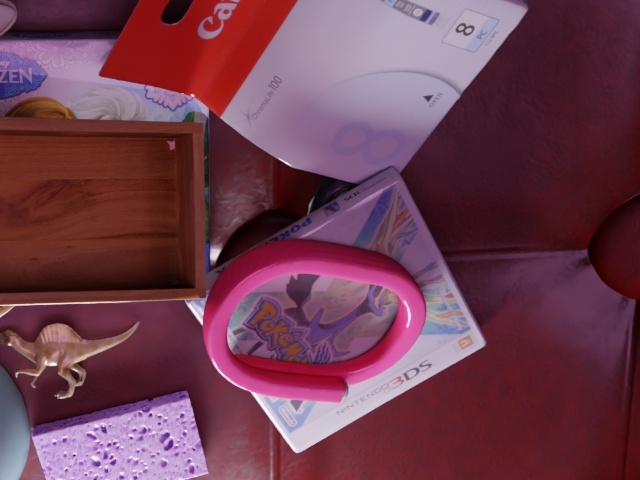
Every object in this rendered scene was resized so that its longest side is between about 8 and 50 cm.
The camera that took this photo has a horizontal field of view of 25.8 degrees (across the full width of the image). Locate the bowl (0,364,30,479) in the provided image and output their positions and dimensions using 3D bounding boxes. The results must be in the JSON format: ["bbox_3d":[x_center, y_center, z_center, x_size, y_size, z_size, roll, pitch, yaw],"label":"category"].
[{"bbox_3d":[-0.517,0.279,1.720,0.312,0.163,0.311,-4,111,-10],"label":"bowl"}]

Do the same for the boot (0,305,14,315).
[{"bbox_3d":[-0.456,0.006,1.591,0.283,0.109,0.220,-35,120,18],"label":"boot"}]

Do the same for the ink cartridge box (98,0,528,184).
[{"bbox_3d":[-0.007,-0.221,1.555,0.385,0.091,0.308,11,133,-33],"label":"ink cartridge box"}]

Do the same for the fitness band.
[{"bbox_3d":[-0.007,0.100,1.702,0.291,0.054,0.209,10,120,-29],"label":"fitness band"}]

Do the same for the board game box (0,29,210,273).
[{"bbox_3d":[-0.292,-0.093,1.677,0.319,0.066,0.318,-3,110,-9],"label":"board game box"}]

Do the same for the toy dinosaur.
[{"bbox_3d":[-0.320,0.147,1.767,0.183,0.053,0.092,0,108,-10],"label":"toy dinosaur"}]

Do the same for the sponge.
[{"bbox_3d":[-0.263,0.276,1.835,0.210,0.031,0.117,-13,111,-6],"label":"sponge"}]

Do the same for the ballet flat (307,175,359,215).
[{"bbox_3d":[0.000,0.000,1.761,0.074,0.074,0.203,10,120,-14],"label":"ballet flat"}]

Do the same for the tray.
[{"bbox_3d":[-0.330,-0.031,1.525,0.411,0.076,0.202,-1,88,-27],"label":"tray"}]

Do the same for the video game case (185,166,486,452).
[{"bbox_3d":[0.028,0.098,1.772,0.300,0.036,0.329,-30,130,1],"label":"video game case"}]

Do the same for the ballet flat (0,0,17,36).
[{"bbox_3d":[-0.379,-0.294,1.531,0.123,0.123,0.348,10,88,-14],"label":"ballet flat"}]
